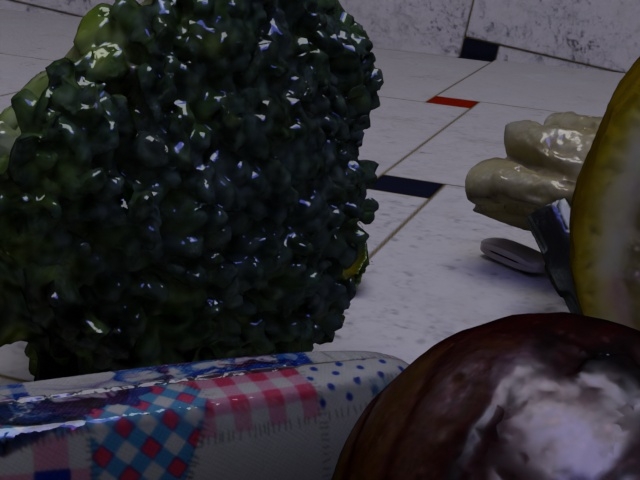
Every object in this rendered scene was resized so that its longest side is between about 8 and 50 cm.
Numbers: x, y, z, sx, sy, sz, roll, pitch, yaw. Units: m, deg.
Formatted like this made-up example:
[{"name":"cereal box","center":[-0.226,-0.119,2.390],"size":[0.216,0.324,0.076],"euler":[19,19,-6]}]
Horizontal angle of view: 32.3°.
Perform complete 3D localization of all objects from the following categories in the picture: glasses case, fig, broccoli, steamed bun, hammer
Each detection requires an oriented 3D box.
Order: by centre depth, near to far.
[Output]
[{"name":"fig","center":[0.071,0.141,0.415],"size":[0.204,0.186,0.249],"euler":[37,40,24]},{"name":"glasses case","center":[-0.085,0.122,0.505],"size":[0.327,0.125,0.076],"euler":[-5,20,-27]},{"name":"broccoli","center":[-0.129,-0.061,0.734],"size":[0.293,0.347,0.281],"euler":[-3,8,-40]},{"name":"hammer","center":[0.349,-0.054,0.892],"size":[0.365,0.111,0.043],"euler":[-30,-22,17]},{"name":"steamed bun","center":[0.382,-0.042,1.039],"size":[0.428,0.189,0.247],"euler":[16,-12,31]},{"name":"glasses case","center":[0.194,0.014,1.099],"size":[0.032,0.021,0.083],"euler":[-5,20,-36]}]

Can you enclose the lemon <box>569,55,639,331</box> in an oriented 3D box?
[{"name":"lemon","center":[0.344,-0.015,0.699],"size":[0.364,0.364,0.364],"euler":[4,17,-1]}]

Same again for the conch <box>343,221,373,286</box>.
[{"name":"conch","center":[0.000,0.000,1.003],"size":[0.089,0.074,0.121],"euler":[-37,56,-10]}]
